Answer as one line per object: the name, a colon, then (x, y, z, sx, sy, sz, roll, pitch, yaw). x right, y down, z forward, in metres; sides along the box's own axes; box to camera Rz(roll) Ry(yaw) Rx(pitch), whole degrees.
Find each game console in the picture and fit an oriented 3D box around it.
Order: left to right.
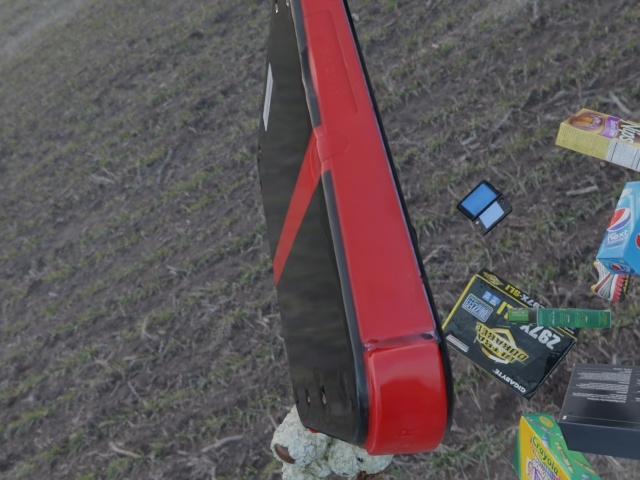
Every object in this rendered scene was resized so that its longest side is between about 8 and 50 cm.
game console: (0.000, 0.000, 0.525, 0.060, 0.386, 0.342, -7, 76, -11)
game console: (0.476, -0.094, 1.748, 0.122, 0.071, 0.107, -47, 41, 28)

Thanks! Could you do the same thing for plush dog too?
plush dog: (0.042, 0.420, 1.256, 0.225, 0.262, 0.211, 12, 50, 16)

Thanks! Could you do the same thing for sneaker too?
sneaker: (0.771, 0.046, 1.587, 0.092, 0.088, 0.225, 13, 91, 41)

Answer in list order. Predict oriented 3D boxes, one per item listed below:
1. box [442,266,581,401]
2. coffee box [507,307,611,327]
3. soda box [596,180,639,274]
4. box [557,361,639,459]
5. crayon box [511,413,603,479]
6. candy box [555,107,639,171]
box: (0.535, 0.269, 1.735, 0.322, 0.257, 0.079, 35, 32, 18)
coffee box: (0.510, 0.165, 1.291, 0.113, 0.184, 0.041, 160, 113, -73)
soda box: (0.690, -0.030, 1.328, 0.067, 0.071, 0.210, -6, 51, 61)
box: (0.672, 0.367, 1.291, 0.261, 0.103, 0.184, -5, 30, 40)
crayon box: (0.575, 0.576, 1.469, 0.081, 0.165, 0.278, 1, 20, -9)
candy box: (0.579, -0.199, 1.183, 0.186, 0.053, 0.109, 29, 44, 33)
